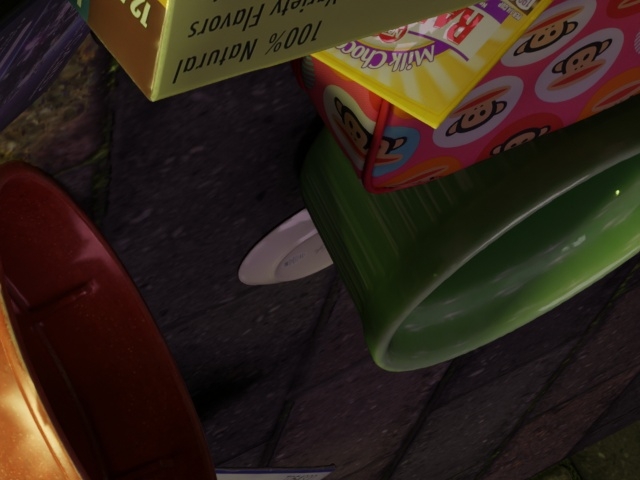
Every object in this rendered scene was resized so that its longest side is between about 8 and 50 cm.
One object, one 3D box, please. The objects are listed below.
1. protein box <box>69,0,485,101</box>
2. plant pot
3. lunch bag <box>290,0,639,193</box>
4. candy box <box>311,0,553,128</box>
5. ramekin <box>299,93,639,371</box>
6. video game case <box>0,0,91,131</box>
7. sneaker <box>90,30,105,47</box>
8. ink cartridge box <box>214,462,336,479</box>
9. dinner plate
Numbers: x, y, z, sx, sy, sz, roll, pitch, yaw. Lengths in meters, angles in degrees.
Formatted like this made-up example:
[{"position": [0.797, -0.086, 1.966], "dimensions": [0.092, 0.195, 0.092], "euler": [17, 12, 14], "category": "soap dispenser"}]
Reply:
[{"position": [0.001, -0.189, 0.676], "dimensions": [0.199, 0.136, 0.201], "euler": [-20, 145, -31], "category": "protein box"}, {"position": [-0.233, 0.133, 1.085], "dimensions": [0.265, 0.272, 0.272], "euler": [-26, 164, 9], "category": "plant pot"}, {"position": [0.132, -0.160, 1.071], "dimensions": [0.293, 0.120, 0.258], "euler": [-25, 161, -16], "category": "lunch bag"}, {"position": [0.023, -0.133, 0.897], "dimensions": [0.206, 0.027, 0.105], "euler": [26, 116, -43], "category": "candy box"}, {"position": [0.132, -0.050, 1.322], "dimensions": [0.303, 0.148, 0.303], "euler": [-28, 163, -10], "category": "ramekin"}, {"position": [-0.161, -0.061, 0.817], "dimensions": [0.196, 0.026, 0.274], "euler": [-46, -175, 43], "category": "video game case"}, {"position": [-0.075, -0.129, 0.948], "dimensions": [0.109, 0.044, 0.040], "euler": [-37, 164, 25], "category": "sneaker"}, {"position": [-0.187, 0.264, 1.649], "dimensions": [0.330, 0.071, 0.324], "euler": [-38, 161, 14], "category": "ink cartridge box"}, {"position": [0.000, 0.000, 1.474], "dimensions": [0.141, 0.017, 0.141], "euler": [-26, 161, -10], "category": "dinner plate"}]
